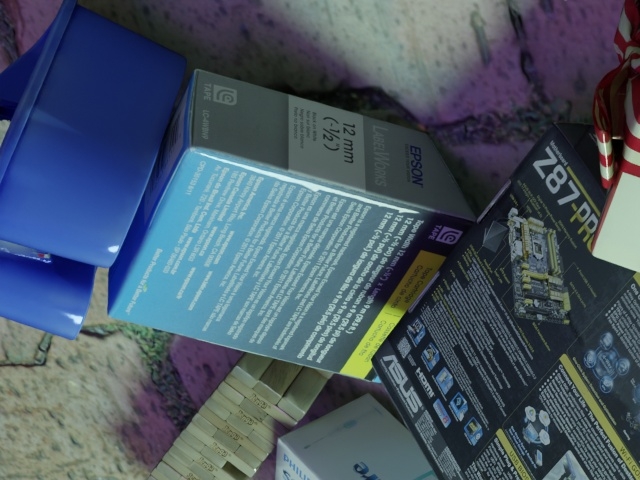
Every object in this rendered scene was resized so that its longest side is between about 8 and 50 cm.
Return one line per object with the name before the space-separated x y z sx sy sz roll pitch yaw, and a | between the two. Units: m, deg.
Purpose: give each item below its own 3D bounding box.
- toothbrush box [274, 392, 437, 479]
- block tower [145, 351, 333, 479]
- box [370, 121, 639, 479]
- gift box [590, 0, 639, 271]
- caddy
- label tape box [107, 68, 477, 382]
toothbrush box | 0.057 0.344 1.944 0.216 0.126 0.295 41 143 37
block tower | -0.098 0.213 2.016 0.091 0.097 0.335 37 132 0
box | 0.228 0.148 1.543 0.318 0.097 0.395 -57 48 35
gift box | 0.347 -0.125 1.405 0.258 0.255 0.276 18 127 7
caddy | -0.257 -0.075 1.744 0.179 0.341 0.241 22 134 -9
label tape box | 0.000 0.000 1.764 0.348 0.115 0.249 13 136 -18
